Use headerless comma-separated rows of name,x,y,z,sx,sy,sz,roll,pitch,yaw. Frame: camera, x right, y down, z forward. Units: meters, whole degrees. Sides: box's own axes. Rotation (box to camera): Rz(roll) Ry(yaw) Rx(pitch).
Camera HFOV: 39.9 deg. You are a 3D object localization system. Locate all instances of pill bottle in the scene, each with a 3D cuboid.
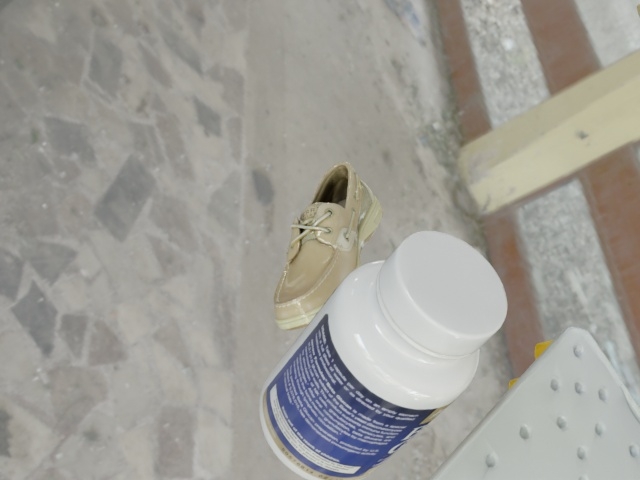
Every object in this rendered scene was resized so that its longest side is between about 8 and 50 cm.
pill bottle,0.035,0.071,0.525,0.094,0.169,0.094,16,47,-18

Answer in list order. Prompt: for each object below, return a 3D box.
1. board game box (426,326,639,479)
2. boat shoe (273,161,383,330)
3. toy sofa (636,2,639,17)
board game box,0.188,0.328,0.666,0.390,0.050,0.390,-37,96,-34
boat shoe,0.000,0.000,1.132,0.098,0.109,0.302,62,32,-22
toy sofa,0.463,-0.242,0.844,0.362,0.177,0.150,54,13,-87
